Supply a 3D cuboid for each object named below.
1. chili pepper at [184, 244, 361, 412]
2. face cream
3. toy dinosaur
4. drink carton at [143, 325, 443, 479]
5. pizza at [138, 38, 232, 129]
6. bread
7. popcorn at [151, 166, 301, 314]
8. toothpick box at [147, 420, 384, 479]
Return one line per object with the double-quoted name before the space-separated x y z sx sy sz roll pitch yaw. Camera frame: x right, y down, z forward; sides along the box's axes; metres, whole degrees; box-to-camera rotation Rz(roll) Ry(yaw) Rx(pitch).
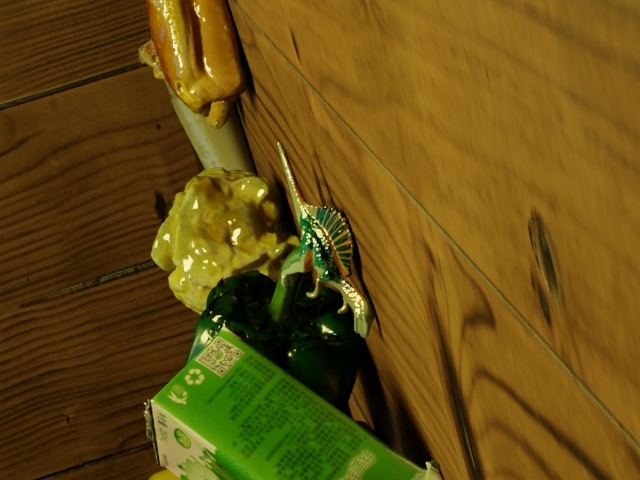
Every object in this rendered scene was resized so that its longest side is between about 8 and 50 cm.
"chili pepper" -0.040 0.099 1.575 0.165 0.174 0.261 -76 4 -68
"face cream" -0.136 -0.115 2.189 0.137 0.084 0.341 13 126 67
"toy dinosaur" 0.003 -0.002 1.430 0.106 0.044 0.187 3 100 59
"drink carton" -0.025 0.208 1.394 0.271 0.108 0.161 33 154 16
"pizza" -0.191 -0.254 2.065 0.176 0.036 0.184 22 129 30
"bread" -0.190 -0.338 1.893 0.185 0.109 0.380 151 100 -83
"popcorn" -0.109 0.007 1.890 0.167 0.187 0.185 26 -157 -47
"toothpick box" -0.043 0.299 1.668 0.175 0.271 0.175 162 90 -78
